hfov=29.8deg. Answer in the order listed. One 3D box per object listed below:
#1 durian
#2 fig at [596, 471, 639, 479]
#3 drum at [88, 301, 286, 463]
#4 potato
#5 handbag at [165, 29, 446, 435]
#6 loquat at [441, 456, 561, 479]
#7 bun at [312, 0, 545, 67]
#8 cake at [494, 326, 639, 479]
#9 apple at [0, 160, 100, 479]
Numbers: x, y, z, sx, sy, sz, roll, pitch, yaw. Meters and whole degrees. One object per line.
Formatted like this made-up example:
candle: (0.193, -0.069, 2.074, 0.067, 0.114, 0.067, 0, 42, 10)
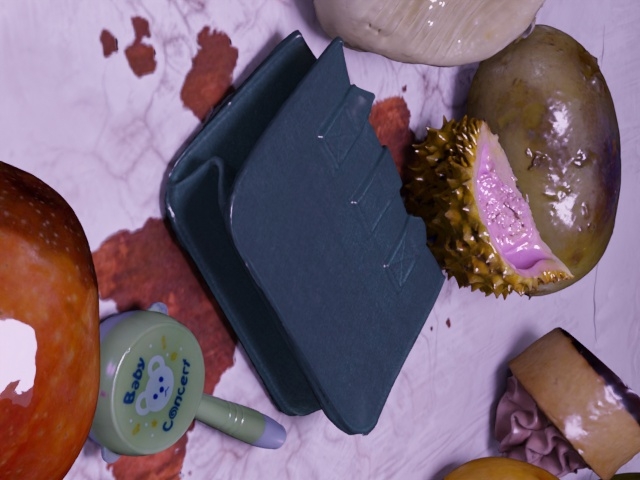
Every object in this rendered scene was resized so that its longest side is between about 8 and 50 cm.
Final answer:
durian: (0.167, -0.021, 1.263, 0.132, 0.165, 0.182, -36, 129, -18)
fig: (0.449, 0.420, 1.700, 0.230, 0.207, 0.207, -50, 136, -10)
drum: (-0.106, 0.119, 1.018, 0.253, 0.049, 0.130, 8, 89, -55)
potato: (0.252, -0.090, 1.370, 0.210, 0.173, 0.307, -32, 123, -50)
handbag: (-0.001, 0.001, 1.112, 0.238, 0.089, 0.326, -56, 136, -32)
loquat: (0.210, 0.351, 1.379, 0.208, 0.208, 0.208, -14, 107, -52)
bun: (0.101, -0.272, 1.107, 0.259, 0.259, 0.160, 33, 28, -52)
cake: (0.302, 0.228, 1.498, 0.178, 0.207, 0.185, -48, 140, -1)
apple: (-0.227, 0.057, 0.697, 0.230, 0.230, 0.230, -14, 107, -52)
